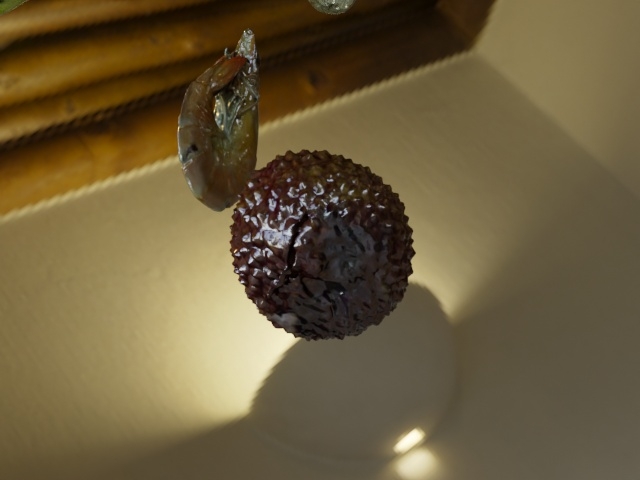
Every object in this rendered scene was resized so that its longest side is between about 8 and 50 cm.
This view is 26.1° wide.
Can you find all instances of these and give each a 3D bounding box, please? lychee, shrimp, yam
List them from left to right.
[{"bbox_3d":[-0.125,-0.166,1.780,0.145,0.061,0.267,40,-124,-41],"label":"shrimp"},{"bbox_3d":[0.000,0.000,1.296,0.188,0.188,0.188,-28,-34,-21],"label":"lychee"},{"bbox_3d":[0.008,-0.334,1.724,0.067,0.317,0.071,42,-78,-16],"label":"yam"}]

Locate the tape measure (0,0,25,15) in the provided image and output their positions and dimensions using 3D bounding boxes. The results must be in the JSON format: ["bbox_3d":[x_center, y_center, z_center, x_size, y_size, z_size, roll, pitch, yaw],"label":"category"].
[{"bbox_3d":[-0.356,-0.319,1.532,0.186,0.199,0.112,-15,-46,32],"label":"tape measure"}]
